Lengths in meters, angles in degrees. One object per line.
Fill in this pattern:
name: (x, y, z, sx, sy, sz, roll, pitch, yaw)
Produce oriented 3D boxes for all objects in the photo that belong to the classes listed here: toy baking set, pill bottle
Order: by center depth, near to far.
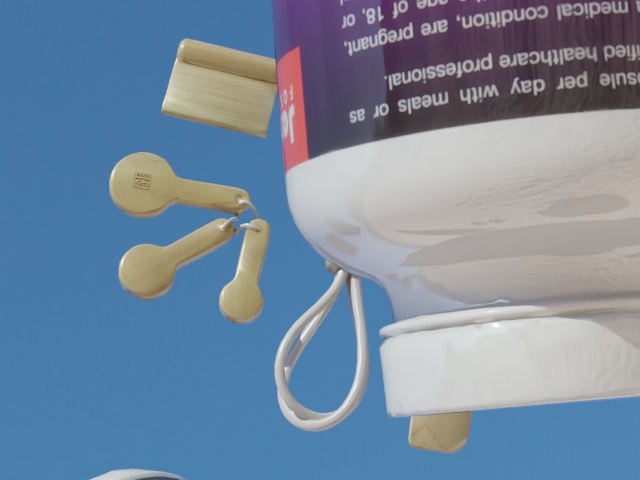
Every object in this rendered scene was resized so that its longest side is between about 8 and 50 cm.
pill bottle: (0.070, -0.102, 0.661, 0.182, 0.323, 0.181, -5, -6, 0)
toy baking set: (0.003, -0.006, 0.995, 0.197, 0.256, 0.030, -51, -8, -21)

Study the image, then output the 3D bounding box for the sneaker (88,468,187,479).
sneaker: (-0.131, 0.224, 1.327, 0.123, 0.106, 0.290, 0, -14, 25)
